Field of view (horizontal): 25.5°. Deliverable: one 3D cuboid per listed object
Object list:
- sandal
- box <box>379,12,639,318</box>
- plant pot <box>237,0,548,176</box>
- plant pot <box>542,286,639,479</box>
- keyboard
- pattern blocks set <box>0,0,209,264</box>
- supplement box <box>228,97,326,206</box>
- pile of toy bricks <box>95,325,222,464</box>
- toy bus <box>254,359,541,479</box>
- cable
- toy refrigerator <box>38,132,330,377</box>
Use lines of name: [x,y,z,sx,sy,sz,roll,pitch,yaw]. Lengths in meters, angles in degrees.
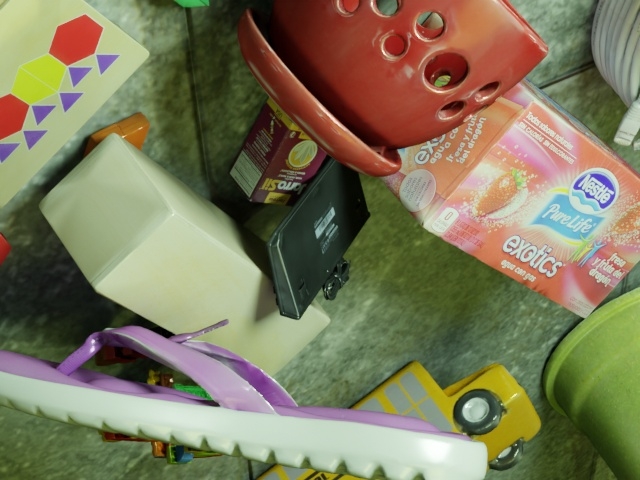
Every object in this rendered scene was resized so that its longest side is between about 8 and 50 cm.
sandal: [-0.074,0.115,1.103,0.416,0.102,0.169,11,171,-2]
box: [0.177,-0.062,1.285,0.142,0.154,0.300,-50,139,12]
plant pot: [0.049,-0.153,1.062,0.174,0.191,0.191,-45,142,13]
plant pot: [0.433,0.222,1.641,0.276,0.254,0.276,-12,140,-10]
keyboard: [0.000,0.000,1.207,0.180,0.023,0.108,-53,134,-52]
pattern blocks set: [-0.227,-0.106,1.013,0.325,0.026,0.285,-40,147,0]
supplement box: [-0.031,-0.075,1.192,0.055,0.043,0.083,5,125,-42]
pile of toy bricks: [-0.156,0.149,1.290,0.105,0.118,0.212,-15,163,27]
toy bus: [0.070,0.245,1.520,0.333,0.130,0.108,-37,141,-2]
cable: [0.378,-0.223,1.334,0.257,0.089,0.257,-17,135,-26]
toy refrigerator: [-0.107,0.025,1.166,0.094,0.102,0.269,-43,147,5]
